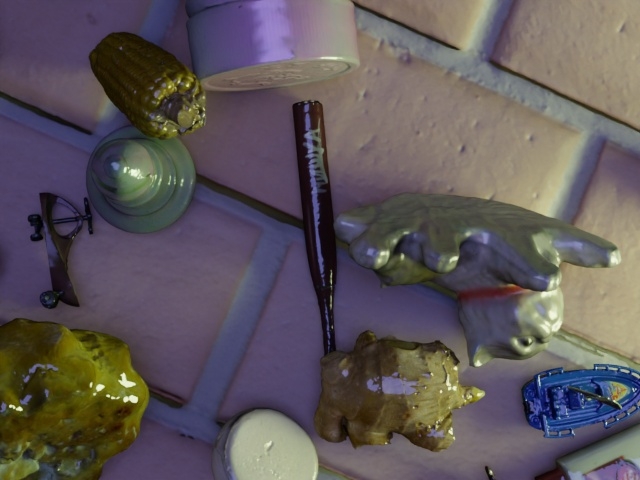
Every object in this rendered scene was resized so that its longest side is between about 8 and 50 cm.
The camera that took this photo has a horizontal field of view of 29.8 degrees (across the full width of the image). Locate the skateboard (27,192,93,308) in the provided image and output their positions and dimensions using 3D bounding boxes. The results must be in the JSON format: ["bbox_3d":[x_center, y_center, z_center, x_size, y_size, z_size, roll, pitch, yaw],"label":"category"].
[{"bbox_3d":[-0.324,0.011,1.524,0.080,0.067,0.151,-9,86,-11],"label":"skateboard"}]

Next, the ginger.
[{"bbox_3d":[0.100,0.191,1.510,0.216,0.102,0.157,1,96,-2],"label":"ginger"}]

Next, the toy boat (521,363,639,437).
[{"bbox_3d":[0.347,0.199,1.514,0.175,0.110,0.091,-10,90,-4],"label":"toy boat"}]

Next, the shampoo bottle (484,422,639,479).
[{"bbox_3d":[0.358,0.306,1.531,0.284,0.071,0.153,-11,88,-3],"label":"shampoo bottle"}]

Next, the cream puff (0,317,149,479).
[{"bbox_3d":[-0.355,0.193,1.450,0.282,0.282,0.185,-34,58,-2],"label":"cream puff"}]

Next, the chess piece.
[{"bbox_3d":[-0.225,-0.077,1.419,0.139,0.272,0.139,0,90,-1],"label":"chess piece"}]

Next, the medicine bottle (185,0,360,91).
[{"bbox_3d":[-0.071,-0.357,1.458,0.212,0.212,0.325,-8,89,-2],"label":"medicine bottle"}]

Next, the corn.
[{"bbox_3d":[-0.210,-0.191,1.444,0.097,0.262,0.097,-14,122,-24],"label":"corn"}]

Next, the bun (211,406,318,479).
[{"bbox_3d":[-0.078,0.284,1.513,0.138,0.094,0.138,13,60,-23],"label":"bun"}]

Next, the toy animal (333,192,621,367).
[{"bbox_3d":[0.159,0.052,1.469,0.266,0.308,0.188,39,129,29],"label":"toy animal"}]

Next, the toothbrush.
[{"bbox_3d":[0.000,0.000,1.542,0.041,0.041,0.363,-6,90,-2],"label":"toothbrush"}]
